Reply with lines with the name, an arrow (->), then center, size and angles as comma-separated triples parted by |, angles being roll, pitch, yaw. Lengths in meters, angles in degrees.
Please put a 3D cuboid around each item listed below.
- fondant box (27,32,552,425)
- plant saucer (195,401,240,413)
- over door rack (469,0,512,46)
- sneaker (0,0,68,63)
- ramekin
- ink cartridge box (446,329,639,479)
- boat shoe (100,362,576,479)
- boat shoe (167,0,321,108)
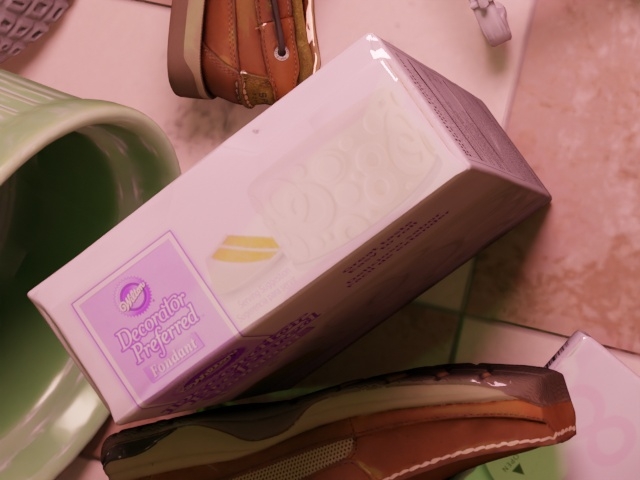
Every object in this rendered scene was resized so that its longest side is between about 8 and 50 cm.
fondant box -> 0.000, 0.000, 1.055 | 0.238, 0.330, 0.096 | -36, 79, 11
plant saucer -> -0.027, 0.226, 1.200 | 0.188, 0.045, 0.188 | 24, 93, 15
over door rack -> 0.152, -0.323, 1.130 | 0.239, 0.108, 0.324 | -24, 102, 13
sneaker -> -0.234, -0.266, 1.259 | 0.129, 0.111, 0.297 | 10, 81, 27
ramekin -> -0.237, 0.026, 1.141 | 0.148, 0.303, 0.303 | 25, 94, 22
ink cartridge box -> 0.195, 0.200, 1.112 | 0.232, 0.066, 0.189 | 41, 96, 6
boat shoe -> 0.011, 0.152, 1.099 | 0.324, 0.122, 0.120 | -14, 85, 30
boat shoe -> -0.032, -0.245, 1.199 | 0.104, 0.111, 0.307 | 7, 99, 12
